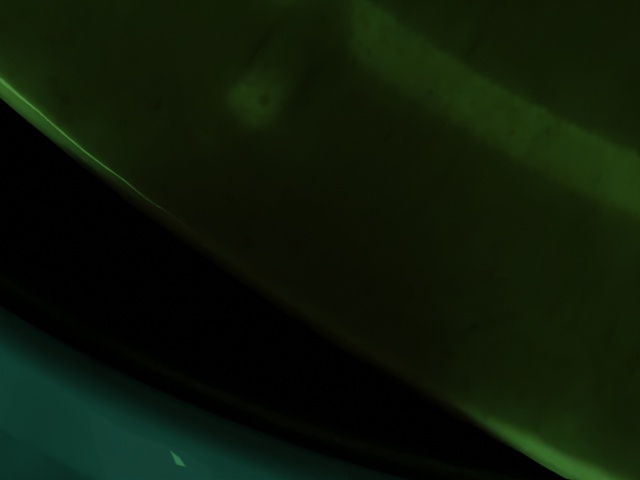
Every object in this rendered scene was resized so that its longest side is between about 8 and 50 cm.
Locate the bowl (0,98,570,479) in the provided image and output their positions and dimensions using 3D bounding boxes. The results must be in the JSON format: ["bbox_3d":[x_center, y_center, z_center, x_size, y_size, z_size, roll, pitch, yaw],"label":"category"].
[{"bbox_3d":[0.000,0.000,0.546,0.391,0.077,0.391,18,-155,-9],"label":"bowl"}]

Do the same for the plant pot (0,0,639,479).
[{"bbox_3d":[0.082,-0.153,0.292,0.334,0.305,0.334,33,164,11],"label":"plant pot"}]
